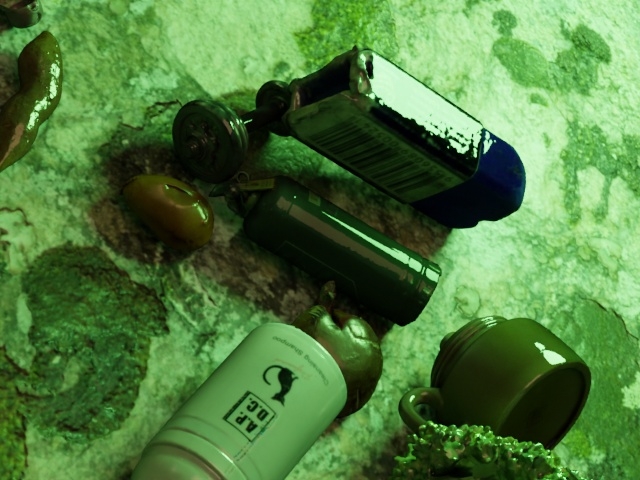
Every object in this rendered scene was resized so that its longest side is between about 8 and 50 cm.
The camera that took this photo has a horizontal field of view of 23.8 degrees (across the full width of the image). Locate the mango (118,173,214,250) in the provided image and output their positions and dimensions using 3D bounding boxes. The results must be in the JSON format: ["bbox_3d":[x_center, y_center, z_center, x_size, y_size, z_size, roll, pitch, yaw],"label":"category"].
[{"bbox_3d":[-0.185,-0.040,1.856,0.127,0.063,0.077,35,59,-9],"label":"mango"}]

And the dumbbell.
[{"bbox_3d":[-0.089,-0.155,1.958,0.254,0.110,0.110,-31,81,-45],"label":"dumbbell"}]

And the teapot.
[{"bbox_3d":[0.207,0.179,1.894,0.268,0.185,0.175,-20,43,-35],"label":"teapot"}]

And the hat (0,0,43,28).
[{"bbox_3d":[-0.385,-0.293,1.906,0.087,0.042,0.058,19,43,23],"label":"hat"}]

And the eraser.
[{"bbox_3d":[0.117,-0.128,1.972,0.332,0.155,0.101,28,59,-33],"label":"eraser"}]

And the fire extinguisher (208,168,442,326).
[{"bbox_3d":[0.000,0.000,1.914,0.311,0.095,0.114,31,25,-11],"label":"fire extinguisher"}]

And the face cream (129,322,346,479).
[{"bbox_3d":[-0.123,0.257,1.670,0.145,0.145,0.369,43,50,-2],"label":"face cream"}]

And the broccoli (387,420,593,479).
[{"bbox_3d":[0.147,0.331,1.697,0.375,0.302,0.249,-15,50,-7],"label":"broccoli"}]

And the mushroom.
[{"bbox_3d":[0.016,0.131,1.865,0.135,0.080,0.170,11,61,-36],"label":"mushroom"}]

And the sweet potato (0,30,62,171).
[{"bbox_3d":[-0.351,-0.165,1.840,0.065,0.051,0.218,24,55,-21],"label":"sweet potato"}]
